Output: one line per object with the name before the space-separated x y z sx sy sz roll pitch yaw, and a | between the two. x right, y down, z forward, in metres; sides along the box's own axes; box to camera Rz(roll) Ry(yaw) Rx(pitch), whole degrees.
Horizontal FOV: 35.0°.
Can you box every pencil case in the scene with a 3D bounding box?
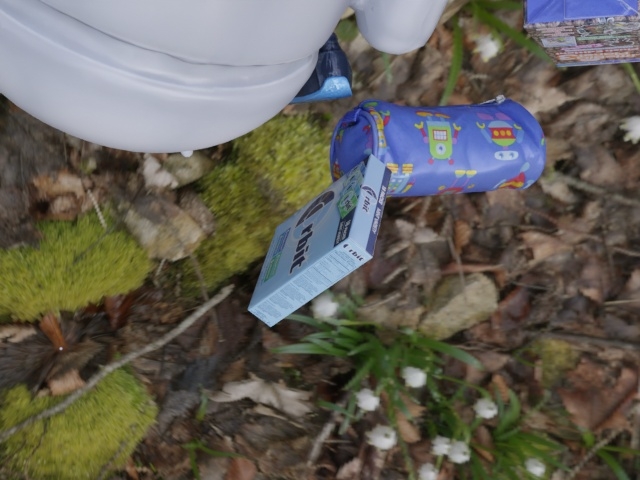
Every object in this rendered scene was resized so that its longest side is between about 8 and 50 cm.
pencil case | 0.160 -0.126 1.353 0.306 0.119 0.133 -6 91 -30

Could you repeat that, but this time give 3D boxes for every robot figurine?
robot figurine | -0.061 -0.185 0.461 0.299 0.353 0.200 19 36 -15

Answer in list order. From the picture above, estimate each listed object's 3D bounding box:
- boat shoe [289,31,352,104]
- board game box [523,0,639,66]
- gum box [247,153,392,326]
boat shoe | -0.024 -0.220 1.304 0.109 0.258 0.089 -9 98 -30
board game box | 0.362 -0.372 1.344 0.141 0.291 0.232 -1 89 21
gum box | 0.000 0.000 1.221 0.041 0.184 0.157 39 40 -20
